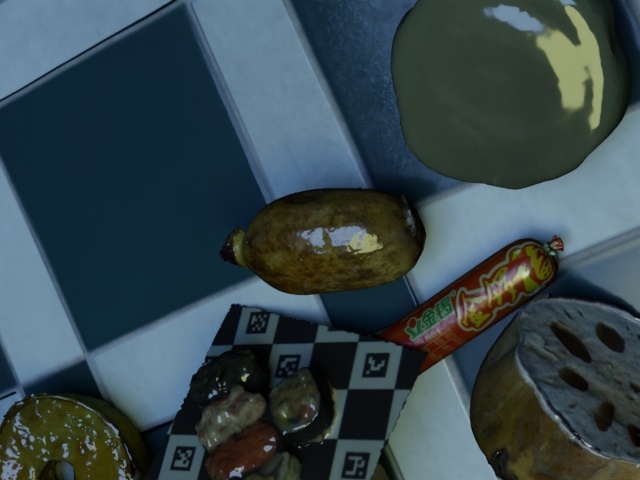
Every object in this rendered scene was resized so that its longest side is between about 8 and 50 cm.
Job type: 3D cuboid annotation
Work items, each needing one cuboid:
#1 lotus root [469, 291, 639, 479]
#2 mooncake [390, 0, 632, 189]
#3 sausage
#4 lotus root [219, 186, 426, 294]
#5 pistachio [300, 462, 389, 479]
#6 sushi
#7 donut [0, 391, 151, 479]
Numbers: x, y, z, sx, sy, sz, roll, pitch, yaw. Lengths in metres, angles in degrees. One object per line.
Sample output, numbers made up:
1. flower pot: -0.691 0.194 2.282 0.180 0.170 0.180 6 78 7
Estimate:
1. lotus root: 0.292 0.206 1.248 0.272 0.272 0.192 38 121 13
2. mooncake: 0.210 -0.189 1.251 0.275 0.135 0.275 9 116 20
3. sausage: 0.180 0.074 1.354 0.264 0.083 0.083 -38 83 22
4. lotus root: 0.000 0.000 1.377 0.260 0.145 0.128 -8 73 20
5. pistachio: -0.029 0.395 1.431 0.208 0.226 0.332 48 119 52
6. sushi: -0.083 0.231 1.352 0.320 0.069 0.339 13 69 39
7. donut: -0.350 0.337 1.607 0.272 0.107 0.272 2 97 18
